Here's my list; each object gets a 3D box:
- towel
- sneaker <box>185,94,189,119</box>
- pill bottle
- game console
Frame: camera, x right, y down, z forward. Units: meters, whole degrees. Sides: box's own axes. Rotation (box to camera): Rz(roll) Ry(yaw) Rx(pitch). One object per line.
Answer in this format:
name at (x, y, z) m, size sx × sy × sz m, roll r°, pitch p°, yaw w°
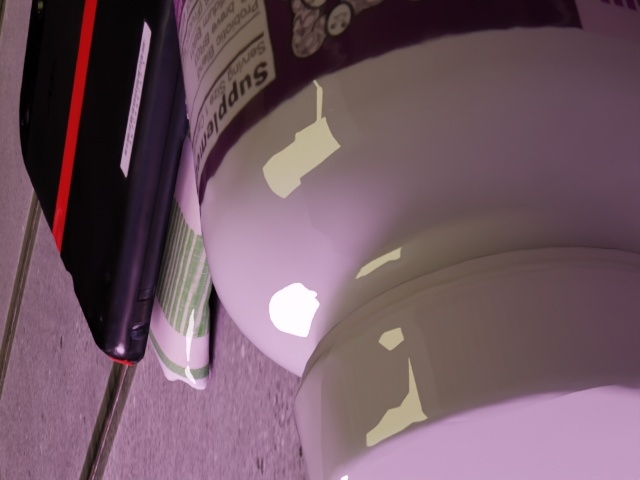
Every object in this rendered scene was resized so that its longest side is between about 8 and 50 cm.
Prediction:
towel at (-0.092, -0.091, 1.197) m, size 0.248 × 0.038 × 0.325 m, roll -121°, pitch 38°, yaw -59°
sneaker at (-0.001, 0.000, 0.798) m, size 0.282 × 0.102 × 0.161 m, roll -146°, pitch 57°, yaw -69°
pill bottle at (0.039, -0.055, 0.560) m, size 0.169 × 0.169 × 0.301 m, roll 116°, pitch 150°, yaw -52°
game console at (-0.139, -0.157, 1.217) m, size 0.342 × 0.060 × 0.386 m, roll -124°, pitch 40°, yaw -53°
